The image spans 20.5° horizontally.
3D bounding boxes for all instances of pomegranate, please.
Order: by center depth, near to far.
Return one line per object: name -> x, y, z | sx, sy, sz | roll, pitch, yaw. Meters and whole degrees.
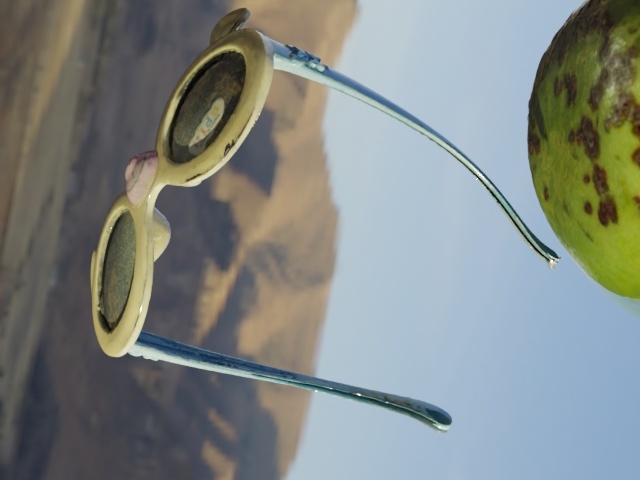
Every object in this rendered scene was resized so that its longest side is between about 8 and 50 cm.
pomegranate -> 0.234, -0.075, 0.986 | 0.254, 0.254, 0.270 | 154, -87, -84

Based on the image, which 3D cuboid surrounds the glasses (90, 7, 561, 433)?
glasses -> 0.001, 0.014, 0.891 | 0.190, 0.220, 0.088 | -59, -172, 24
